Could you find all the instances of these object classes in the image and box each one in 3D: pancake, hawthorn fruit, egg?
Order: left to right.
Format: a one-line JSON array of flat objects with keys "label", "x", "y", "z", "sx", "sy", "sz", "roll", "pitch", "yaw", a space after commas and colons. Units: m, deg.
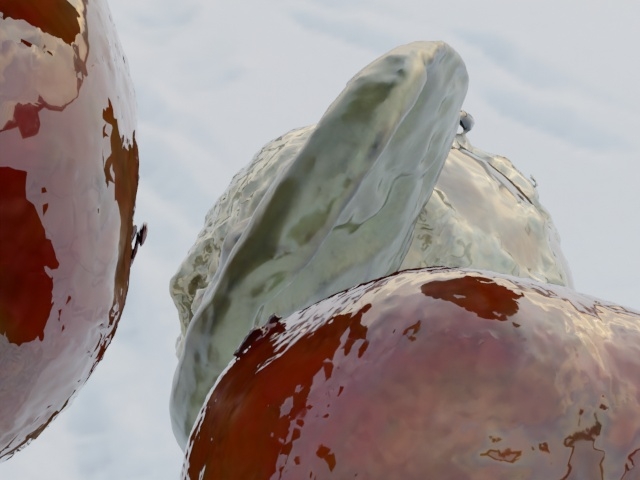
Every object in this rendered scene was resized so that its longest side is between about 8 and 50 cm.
[{"label": "hawthorn fruit", "x": -0.213, "y": -0.031, "z": 0.717, "sx": 0.315, "sy": 0.316, "sz": 0.316, "roll": -5, "pitch": 20, "yaw": 2}, {"label": "pancake", "x": 0.000, "y": 0.000, "z": 0.941, "sx": 0.050, "sy": 0.242, "sz": 0.242, "roll": 35, "pitch": 32, "yaw": 11}, {"label": "egg", "x": 0.041, "y": 0.053, "z": 1.305, "sx": 0.279, "sy": 0.310, "sz": 0.279, "roll": -21, "pitch": 51, "yaw": 29}, {"label": "hawthorn fruit", "x": 0.031, "y": 0.094, "z": 0.612, "sx": 0.185, "sy": 0.185, "sz": 0.202, "roll": -17, "pitch": 14, "yaw": -28}]
